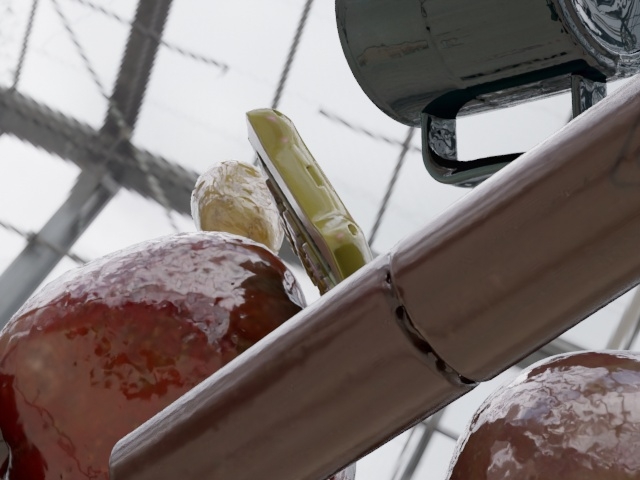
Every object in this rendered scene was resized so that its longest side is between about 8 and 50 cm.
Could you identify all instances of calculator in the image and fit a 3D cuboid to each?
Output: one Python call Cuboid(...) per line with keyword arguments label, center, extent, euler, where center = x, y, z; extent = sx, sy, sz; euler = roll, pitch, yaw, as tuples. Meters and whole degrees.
Cuboid(label="calculator", center=(0.000, 0.000, 1.086), extent=(0.157, 0.033, 0.236), euler=(57, -9, 23))

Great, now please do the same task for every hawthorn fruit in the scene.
Cuboid(label="hawthorn fruit", center=(-0.149, 0.143, 1.213), extent=(0.369, 0.285, 0.285), euler=(-7, -45, -14))

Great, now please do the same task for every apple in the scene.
Cuboid(label="apple", center=(0.217, 0.229, 1.052), extent=(0.305, 0.235, 0.306), euler=(6, -72, 18))

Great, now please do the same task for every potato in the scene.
Cuboid(label="potato", center=(-0.099, -0.030, 1.799), extent=(0.109, 0.178, 0.118), euler=(-5, -64, -9))

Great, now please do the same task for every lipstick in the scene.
Cuboid(label="lipstick", center=(0.075, -0.002, 0.474), extent=(0.356, 0.057, 0.057), euler=(-36, -74, 23))

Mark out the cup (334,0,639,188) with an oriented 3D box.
Cuboid(label="cup", center=(0.189, -0.236, 1.591), extent=(0.292, 0.308, 0.242), euler=(-8, -41, 46))
